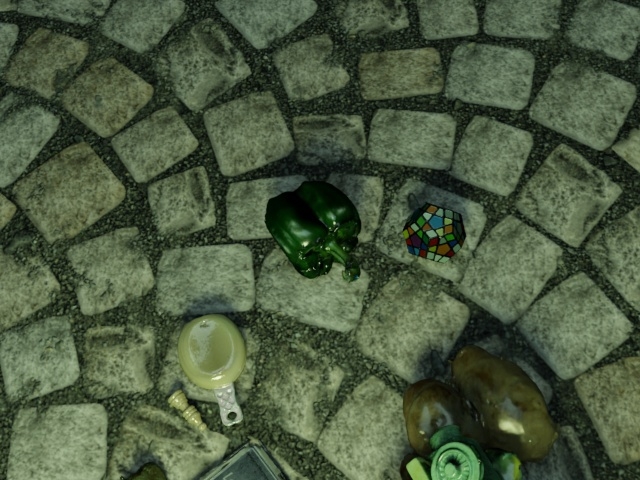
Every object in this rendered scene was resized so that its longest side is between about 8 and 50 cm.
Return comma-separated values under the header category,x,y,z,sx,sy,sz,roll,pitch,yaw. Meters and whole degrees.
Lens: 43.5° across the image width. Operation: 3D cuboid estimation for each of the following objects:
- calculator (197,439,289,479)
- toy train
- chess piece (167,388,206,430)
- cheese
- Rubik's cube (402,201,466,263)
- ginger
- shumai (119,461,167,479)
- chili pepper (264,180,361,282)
category,x,y,z,sx,sy,sz,roll,pitch,yaw
calculator,-0.184,0.514,1.508,0.274,0.028,0.165,-36,65,-12
toy train,0.246,0.500,1.278,0.253,0.160,0.397,-46,49,19
chess piece,-0.259,0.339,1.586,0.035,0.035,0.092,-42,73,-13
cheese,-0.205,0.258,1.600,0.137,0.064,0.227,-20,68,-2
Rubik's cube,0.236,-0.016,1.656,0.133,0.112,0.133,-1,65,3
ginger,0.268,0.336,1.491,0.304,0.155,0.244,-27,74,2
shumai,-0.341,0.474,1.528,0.080,0.082,0.083,-44,49,26
chili pepper,0.000,0.000,1.642,0.174,0.165,0.261,-25,62,-26
